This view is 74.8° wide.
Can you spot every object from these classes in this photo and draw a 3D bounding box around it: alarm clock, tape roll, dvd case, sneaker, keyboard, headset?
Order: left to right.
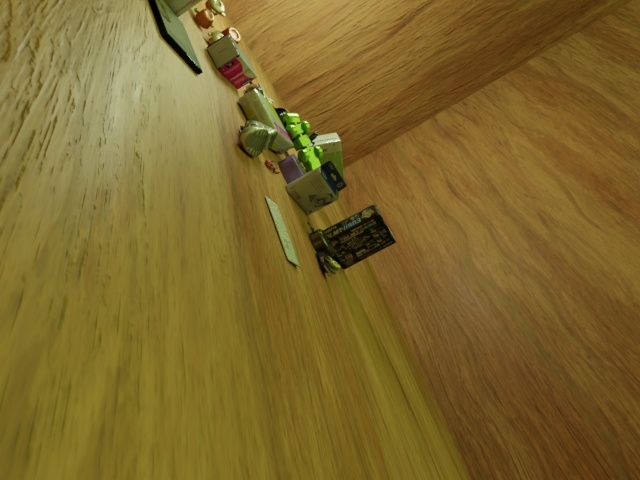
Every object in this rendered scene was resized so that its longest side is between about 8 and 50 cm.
[{"bbox_3d":[-0.465,-0.668,1.327,0.253,0.022,0.180,65,10,23],"label":"dvd case"},{"bbox_3d":[-0.245,-0.372,1.495,0.115,0.105,0.281,27,16,1],"label":"sneaker"},{"bbox_3d":[-0.309,-0.722,2.082,0.235,0.094,0.153,-84,153,-57],"label":"sneaker"},{"bbox_3d":[-0.120,-0.031,1.305,0.072,0.014,0.256,47,17,-56],"label":"keyboard"},{"bbox_3d":[-0.162,-0.601,2.233,0.243,0.185,0.394,50,5,-49],"label":"headset"},{"bbox_3d":[-0.112,-0.301,1.941,0.189,0.080,0.189,58,11,-17],"label":"tape roll"},{"bbox_3d":[0.000,0.000,1.718,0.192,0.064,0.129,54,11,-19],"label":"alarm clock"},{"bbox_3d":[0.020,0.087,1.605,0.053,0.059,0.144,20,14,-32],"label":"sneaker"}]

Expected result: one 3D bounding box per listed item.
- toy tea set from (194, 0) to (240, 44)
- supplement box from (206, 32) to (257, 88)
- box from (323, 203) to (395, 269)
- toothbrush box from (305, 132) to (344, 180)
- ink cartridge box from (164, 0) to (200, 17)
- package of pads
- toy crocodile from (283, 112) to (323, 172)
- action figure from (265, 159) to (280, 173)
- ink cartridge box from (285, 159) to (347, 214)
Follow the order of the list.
[{"bbox_3d":[-0.505,-0.984,1.889,0.200,0.124,0.336,-40,106,-50],"label":"toy tea set"},{"bbox_3d":[-0.377,-0.766,1.809,0.114,0.111,0.220,62,10,7],"label":"supplement box"},{"bbox_3d":[0.173,-0.009,1.932,0.293,0.295,0.073,47,18,-53],"label":"box"},{"bbox_3d":[0.015,-0.439,2.365,0.122,0.206,0.283,-107,-173,-51],"label":"toothbrush box"},{"bbox_3d":[-0.502,-0.866,1.389,0.176,0.128,0.127,47,16,-58],"label":"ink cartridge box"},{"bbox_3d":[-0.237,-0.525,1.870,0.229,0.101,0.296,62,9,3],"label":"package of pads"},{"bbox_3d":[-0.088,-0.468,2.041,0.115,0.105,0.341,-29,95,-36],"label":"toy crocodile"},{"bbox_3d":[-0.193,-0.297,1.663,0.038,0.030,0.115,69,13,14],"label":"action figure"},{"bbox_3d":[-0.007,-0.223,1.827,0.223,0.224,0.045,45,18,-56],"label":"ink cartridge box"}]
